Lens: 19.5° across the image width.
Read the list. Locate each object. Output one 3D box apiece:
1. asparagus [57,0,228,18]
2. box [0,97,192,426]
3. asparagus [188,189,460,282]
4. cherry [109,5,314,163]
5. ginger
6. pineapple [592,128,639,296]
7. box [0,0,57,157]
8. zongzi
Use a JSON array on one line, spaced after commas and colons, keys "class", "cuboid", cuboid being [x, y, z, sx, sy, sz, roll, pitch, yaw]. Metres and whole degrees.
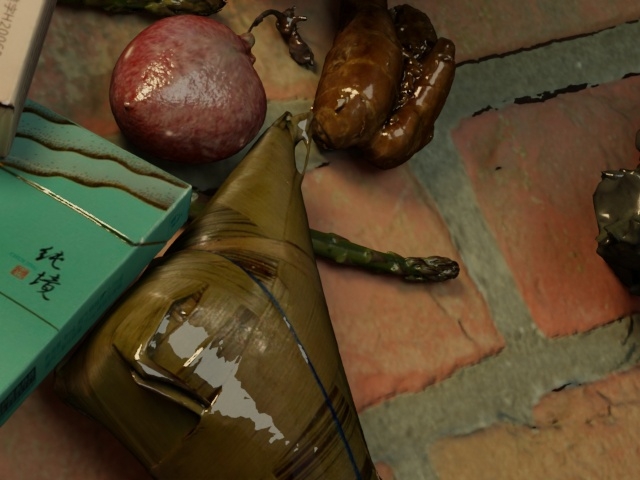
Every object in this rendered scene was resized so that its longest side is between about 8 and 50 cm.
[{"class": "asparagus", "cuboid": [-0.139, -0.179, 1.326, 0.165, 0.030, 0.036, 2, 57, -33]}, {"class": "box", "cuboid": [-0.207, 0.007, 1.142, 0.162, 0.041, 0.229, 29, 50, 14]}, {"class": "asparagus", "cuboid": [0.000, 0.000, 1.340, 0.248, 0.025, 0.024, 15, 18, -28]}, {"class": "cherry", "cuboid": [-0.063, -0.113, 1.315, 0.107, 0.090, 0.225, 49, 39, 17]}, {"class": "ginger", "cuboid": [0.053, -0.125, 1.403, 0.103, 0.073, 0.162, 27, 54, -22]}, {"class": "pineapple", "cuboid": [0.332, -0.038, 1.482, 0.357, 0.223, 0.223, -23, 82, -31]}, {"class": "box", "cuboid": [-0.255, -0.232, 1.217, 0.200, 0.065, 0.343, 16, 58, -7]}, {"class": "zongzi", "cuboid": [-0.009, 0.085, 1.237, 0.260, 0.123, 0.289, 51, 44, -11]}]
